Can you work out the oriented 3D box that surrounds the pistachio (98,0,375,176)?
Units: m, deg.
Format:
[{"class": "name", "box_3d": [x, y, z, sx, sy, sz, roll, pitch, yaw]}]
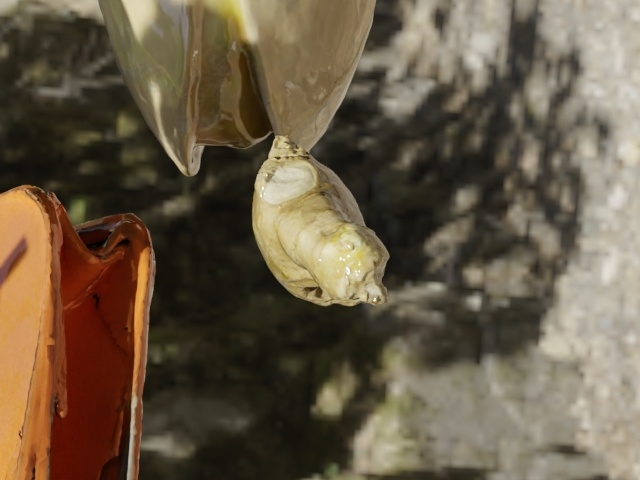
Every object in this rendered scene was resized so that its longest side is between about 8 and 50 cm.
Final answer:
[{"class": "pistachio", "box_3d": [-0.064, -0.211, 1.410, 0.238, 0.229, 0.321, -49, -43, -77]}]

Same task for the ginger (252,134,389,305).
[{"class": "ginger", "box_3d": [0.002, 0.007, 1.110, 0.165, 0.067, 0.096, -121, 15, -57]}]

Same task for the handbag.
[{"class": "handbag", "box_3d": [-0.291, 0.143, 1.460, 0.410, 0.116, 0.303, -20, 61, 45]}]
